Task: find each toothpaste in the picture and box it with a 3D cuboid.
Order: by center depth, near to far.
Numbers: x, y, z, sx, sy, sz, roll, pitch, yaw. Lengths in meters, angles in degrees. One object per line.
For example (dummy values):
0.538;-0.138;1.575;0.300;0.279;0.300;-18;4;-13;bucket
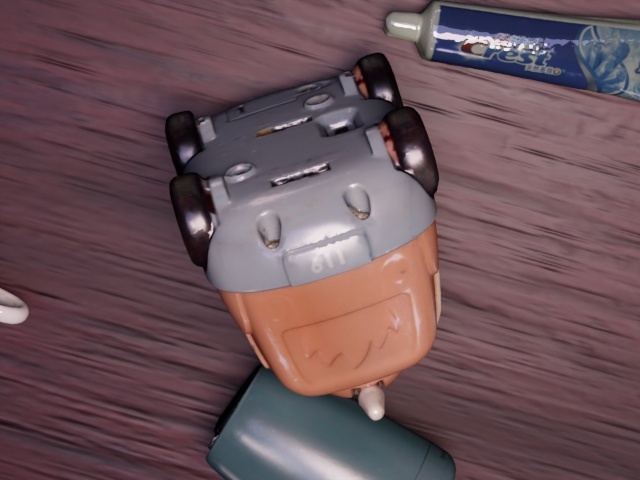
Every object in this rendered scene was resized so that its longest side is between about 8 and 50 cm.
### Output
0.183;-0.151;1.163;0.268;0.047;0.069;8;85;-3;toothpaste

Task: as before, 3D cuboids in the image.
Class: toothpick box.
0.004;0.179;1.176;0.184;0.120;0.120;32;98;0;toothpick box

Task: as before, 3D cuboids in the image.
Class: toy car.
0.000;0.000;1.095;0.181;0.270;0.212;-17;116;-1;toy car

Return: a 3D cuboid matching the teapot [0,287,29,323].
-0.338;0.017;1.179;0.226;0.092;0.145;19;101;-2;teapot
